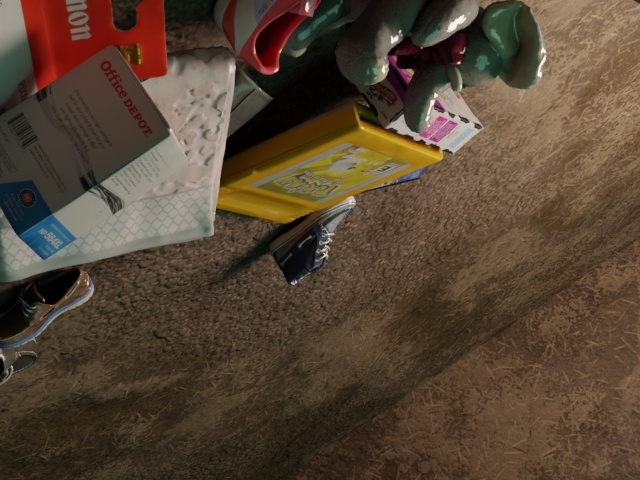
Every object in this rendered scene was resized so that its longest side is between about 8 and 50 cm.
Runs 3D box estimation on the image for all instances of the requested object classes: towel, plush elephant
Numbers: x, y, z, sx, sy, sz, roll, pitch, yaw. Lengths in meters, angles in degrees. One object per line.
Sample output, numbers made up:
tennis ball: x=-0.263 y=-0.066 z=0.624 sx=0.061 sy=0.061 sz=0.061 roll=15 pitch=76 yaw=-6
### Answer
towel: x=-0.280 y=-0.099 z=1.615 sx=0.331 sy=0.053 sz=0.317 roll=-12 pitch=135 yaw=-24
plush elephant: x=0.141 y=-0.274 z=1.648 sx=0.330 sy=0.272 sz=0.255 roll=-47 pitch=122 yaw=-14

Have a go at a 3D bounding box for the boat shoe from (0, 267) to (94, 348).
boat shoe: x=-0.445 y=0.098 z=1.918 sx=0.183 sy=0.066 sz=0.066 roll=-36 pitch=153 yaw=-16

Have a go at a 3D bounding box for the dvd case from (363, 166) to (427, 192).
dvd case: x=0.114 y=-0.149 z=2.169 sx=0.253 sy=0.022 sz=0.180 roll=-15 pitch=151 yaw=-35

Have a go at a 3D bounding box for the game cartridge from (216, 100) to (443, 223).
game cartridge: x=-0.007 y=-0.112 z=1.937 sx=0.323 sy=0.053 sz=0.285 roll=-24 pitch=162 yaw=28

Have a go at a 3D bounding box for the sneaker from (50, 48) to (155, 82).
sneaker: x=-0.294 y=-0.231 z=1.474 sx=0.188 sy=0.071 sz=0.066 roll=3 pitch=145 yaw=-28

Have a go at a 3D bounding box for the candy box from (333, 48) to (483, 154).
candy box: x=0.137 y=-0.228 z=1.878 sx=0.071 sy=0.159 sz=0.233 roll=-42 pitch=154 yaw=22

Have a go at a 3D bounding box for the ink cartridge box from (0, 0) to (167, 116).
ink cartridge box: x=-0.350 y=-0.210 z=1.311 sx=0.384 sy=0.091 sz=0.308 roll=-11 pitch=151 yaw=-11

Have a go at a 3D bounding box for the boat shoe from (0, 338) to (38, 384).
boat shoe: x=-0.564 y=0.200 z=1.917 sx=0.112 sy=0.095 sz=0.335 roll=-42 pitch=154 yaw=20

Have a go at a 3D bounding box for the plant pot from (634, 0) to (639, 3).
plant pot: x=0.517 y=-0.457 z=1.787 sx=0.271 sy=0.255 sz=0.272 roll=-27 pitch=155 yaw=-14

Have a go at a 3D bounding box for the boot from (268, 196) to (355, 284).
boot: x=0.000 y=0.000 z=2.211 sx=0.190 sy=0.086 sz=0.069 roll=-35 pitch=162 yaw=22

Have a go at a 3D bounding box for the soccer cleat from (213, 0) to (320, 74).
soccer cleat: x=-0.021 y=-0.347 z=1.511 sx=0.108 sy=0.116 sz=0.318 roll=-7 pitch=146 yaw=-44

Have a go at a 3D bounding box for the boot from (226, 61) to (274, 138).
boot: x=-0.184 y=-0.168 z=1.710 sx=0.208 sy=0.076 sz=0.189 roll=-37 pitch=156 yaw=16

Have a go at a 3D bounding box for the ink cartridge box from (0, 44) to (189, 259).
ink cartridge box: x=-0.272 y=-0.099 z=1.378 sx=0.203 sy=0.148 sz=0.086 roll=-33 pitch=156 yaw=-4
